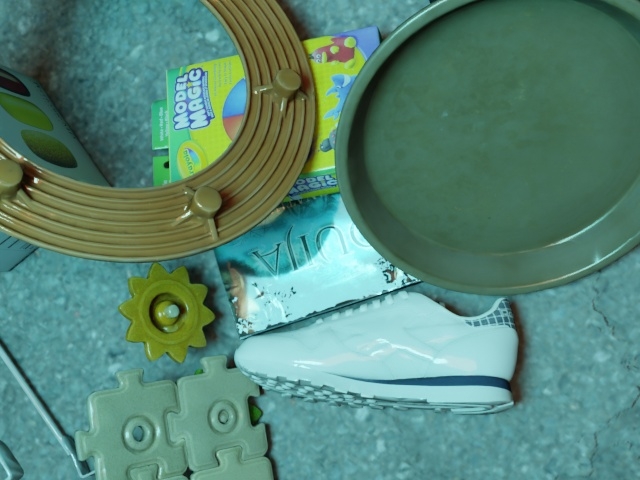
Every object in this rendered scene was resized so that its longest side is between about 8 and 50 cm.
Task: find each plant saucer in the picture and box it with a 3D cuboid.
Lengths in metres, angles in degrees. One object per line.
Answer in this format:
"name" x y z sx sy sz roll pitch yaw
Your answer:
"plant saucer" 0.148 -0.076 0.793 0.277 0.041 0.278 -1 127 -1

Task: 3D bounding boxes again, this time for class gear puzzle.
"gear puzzle" -0.123 0.187 0.864 0.044 0.175 0.339 -17 81 54

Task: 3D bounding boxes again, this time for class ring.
"ring" -0.156 -0.138 0.781 0.336 0.032 0.337 11 60 -19

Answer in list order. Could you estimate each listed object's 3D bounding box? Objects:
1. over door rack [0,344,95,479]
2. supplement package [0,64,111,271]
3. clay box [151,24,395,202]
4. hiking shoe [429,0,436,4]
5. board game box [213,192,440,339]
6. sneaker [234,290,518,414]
"over door rack" -0.335 0.106 0.855 0.324 0.239 0.108 41 94 12
"supplement package" -0.305 -0.067 0.857 0.133 0.244 0.139 -37 81 8
"clay box" -0.048 -0.097 0.887 0.221 0.053 0.128 -10 67 10
"hiking shoe" 0.108 -0.256 0.863 0.226 0.086 0.114 32 90 11
"board game box" 0.000 0.000 0.900 0.186 0.026 0.126 -19 82 10
"sneaker" 0.045 0.090 0.865 0.235 0.090 0.095 3 75 8
